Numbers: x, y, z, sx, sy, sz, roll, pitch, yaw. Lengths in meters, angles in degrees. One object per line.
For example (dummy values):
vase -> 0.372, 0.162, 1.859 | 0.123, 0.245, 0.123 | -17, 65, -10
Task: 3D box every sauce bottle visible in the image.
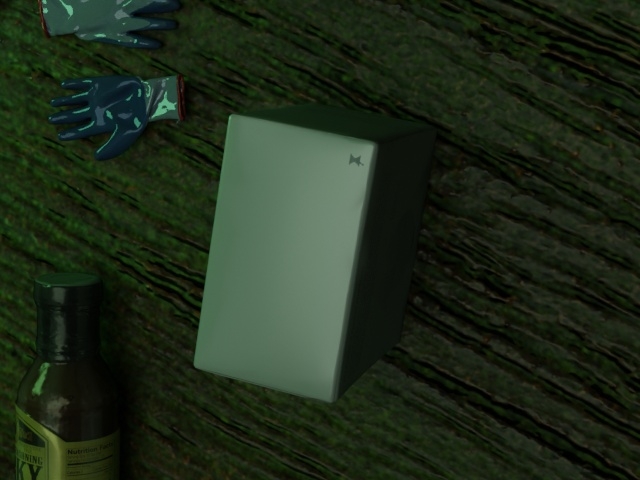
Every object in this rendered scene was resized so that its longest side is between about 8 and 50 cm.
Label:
sauce bottle -> -0.264, 0.206, 1.295 | 0.111, 0.111, 0.344 | 4, 98, 16

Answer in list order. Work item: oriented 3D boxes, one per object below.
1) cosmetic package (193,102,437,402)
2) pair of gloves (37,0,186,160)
cosmetic package -> 0.000, 0.000, 1.121 | 0.138, 0.224, 0.224 | 12, 101, 14
pair of gloves -> -0.211, -0.182, 1.263 | 0.159, 0.023, 0.198 | -5, 96, 19
